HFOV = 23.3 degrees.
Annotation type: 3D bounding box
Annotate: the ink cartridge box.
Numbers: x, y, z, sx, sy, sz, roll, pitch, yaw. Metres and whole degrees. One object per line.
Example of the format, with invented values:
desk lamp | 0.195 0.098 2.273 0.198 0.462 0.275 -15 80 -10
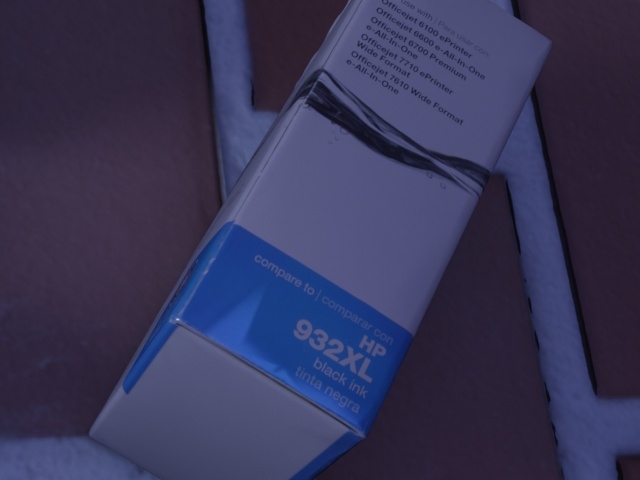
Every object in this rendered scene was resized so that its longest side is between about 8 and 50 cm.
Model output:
ink cartridge box | 0.000 0.000 0.984 0.129 0.223 0.307 31 60 -5
